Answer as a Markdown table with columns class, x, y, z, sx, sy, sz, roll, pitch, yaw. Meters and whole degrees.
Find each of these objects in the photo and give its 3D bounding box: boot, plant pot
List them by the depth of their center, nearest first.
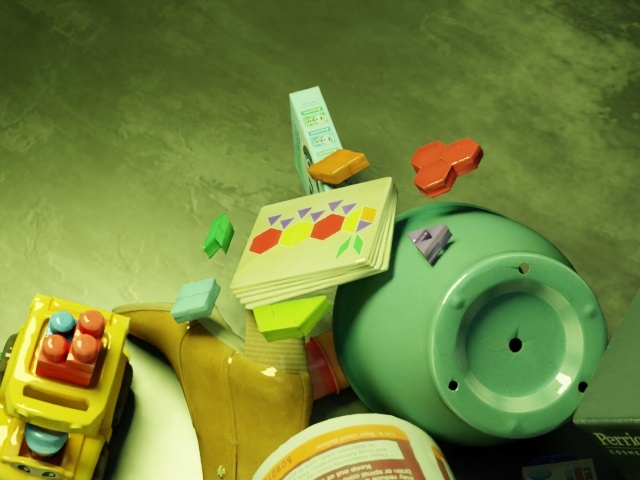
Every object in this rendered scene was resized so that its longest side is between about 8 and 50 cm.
| class | x | y | z | sx | sy | sz | roll | pitch | yaw |
| --- | --- | --- | --- | --- | --- | --- | --- | --- | --- |
| plant pot | 0.168 | 0.095 | 1.404 | 0.271 | 0.255 | 0.272 | 0 | 92 | -10 |
| boot | -0.131 | 0.175 | 1.513 | 0.295 | 0.104 | 0.211 | -1 | 86 | 40 |

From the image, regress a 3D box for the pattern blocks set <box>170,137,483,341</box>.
| class | x | y | z | sx | sy | sz | roll | pitch | yaw |
| --- | --- | --- | --- | --- | --- | --- | --- | --- | --- |
| pattern blocks set | 0.000 | 0.000 | 1.435 | 0.325 | 0.026 | 0.285 | -6 | 41 | 34 |

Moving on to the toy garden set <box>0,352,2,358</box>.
| class | x | y | z | sx | sy | sz | roll | pitch | yaw |
| --- | --- | --- | --- | --- | --- | --- | --- | --- | --- |
| toy garden set | -0.466 | 0.231 | 1.520 | 0.204 | 0.049 | 0.244 | -1 | 58 | 1 |

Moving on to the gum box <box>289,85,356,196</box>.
| class | x | y | z | sx | sy | sz | roll | pitch | yaw |
| --- | --- | --- | --- | --- | --- | --- | --- | --- | --- |
| gum box | 0.009 | -0.067 | 1.633 | 0.041 | 0.157 | 0.184 | -16 | 59 | -8 |

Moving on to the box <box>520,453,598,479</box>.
| class | x | y | z | sx | sy | sz | roll | pitch | yaw |
| --- | --- | --- | --- | --- | --- | --- | --- | --- | --- |
| box | 0.270 | 0.296 | 1.474 | 0.081 | 0.028 | 0.136 | -7 | 60 | -3 |

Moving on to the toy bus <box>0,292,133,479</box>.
| class | x | y | z | sx | sy | sz | roll | pitch | yaw |
| --- | --- | --- | --- | --- | --- | --- | --- | --- | --- |
| toy bus | -0.281 | 0.167 | 1.448 | 0.149 | 0.211 | 0.220 | 17 | 60 | -9 |

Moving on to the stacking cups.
| class | x | y | z | sx | sy | sz | roll | pitch | yaw |
| --- | --- | --- | --- | --- | --- | --- | --- | --- | --- |
| stacking cups | 0.088 | 0.107 | 1.572 | 0.316 | 0.096 | 0.096 | -23 | 60 | -7 |

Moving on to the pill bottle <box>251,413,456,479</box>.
| class | x | y | z | sx | sy | sz | roll | pitch | yaw |
| --- | --- | --- | --- | --- | --- | --- | --- | --- | --- |
| pill bottle | 0.070 | 0.366 | 1.246 | 0.224 | 0.224 | 0.392 | -13 | 35 | -7 |

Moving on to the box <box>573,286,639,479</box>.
| class | x | y | z | sx | sy | sz | roll | pitch | yaw |
| --- | --- | --- | --- | --- | --- | --- | --- | --- | --- |
| box | 0.491 | 0.208 | 1.258 | 0.395 | 0.293 | 0.212 | 46 | 61 | -21 |
